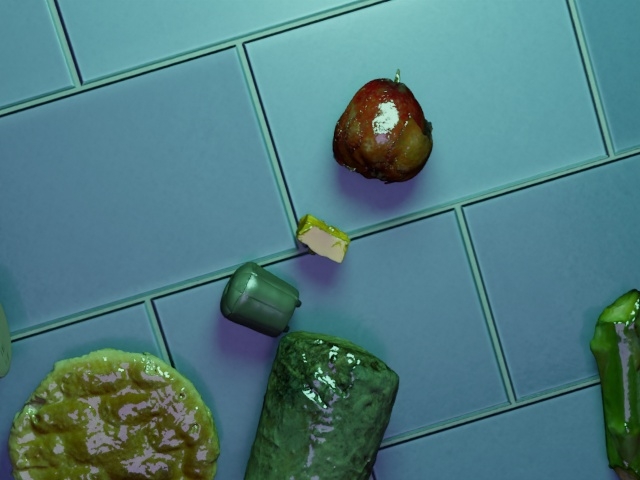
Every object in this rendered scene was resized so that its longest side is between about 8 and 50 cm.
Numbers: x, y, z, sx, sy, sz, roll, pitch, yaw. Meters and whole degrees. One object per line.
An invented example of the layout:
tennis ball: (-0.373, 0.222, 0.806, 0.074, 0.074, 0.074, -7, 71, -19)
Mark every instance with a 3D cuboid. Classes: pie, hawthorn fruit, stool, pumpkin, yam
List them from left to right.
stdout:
pie: (-0.314, 0.327, 1.769, 0.339, 0.083, 0.339, 0, 95, 0)
stool: (-0.090, 0.091, 1.741, 0.110, 0.096, 0.096, 28, 95, -11)
yam: (-0.002, 0.289, 1.720, 0.195, 0.195, 0.300, 15, 98, -4)
pumpkin: (0.000, 0.000, 1.740, 0.083, 0.074, 0.054, 30, 101, -6)
hawthorn fruit: (0.098, -0.169, 1.695, 0.148, 0.148, 0.172, 14, 77, -4)

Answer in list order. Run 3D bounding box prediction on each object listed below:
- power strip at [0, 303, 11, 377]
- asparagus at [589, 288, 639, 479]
power strip: (-0.517, 0.138, 1.697, 0.078, 0.154, 0.154, -14, 97, 2)
asparagus: (0.473, 0.248, 1.790, 0.085, 0.082, 0.343, -9, 100, -37)
